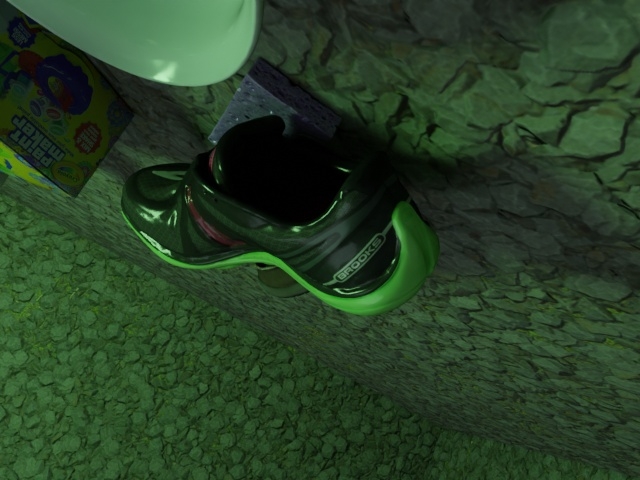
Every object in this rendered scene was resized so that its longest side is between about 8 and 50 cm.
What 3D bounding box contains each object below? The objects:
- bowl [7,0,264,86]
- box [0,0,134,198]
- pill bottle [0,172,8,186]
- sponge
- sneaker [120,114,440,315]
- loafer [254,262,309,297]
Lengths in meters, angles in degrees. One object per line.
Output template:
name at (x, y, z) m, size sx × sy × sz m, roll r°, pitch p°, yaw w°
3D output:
bowl at (-0.138, -0.247, 0.306) m, size 0.297 × 0.134 × 0.298 m, roll 23°, pitch 161°, yaw 8°
box at (-0.494, -0.236, 0.740) m, size 0.279 × 0.177 × 0.290 m, roll 18°, pitch 159°, yaw 24°
pill bottle at (-0.744, -0.223, 0.845) m, size 0.223 × 0.224 × 0.392 m, roll 17°, pitch 160°, yaw 27°
sponge at (-0.068, -0.140, 0.651) m, size 0.117 × 0.031 × 0.210 m, roll 32°, pitch 161°, yaw -16°
sneaker at (-0.084, -0.062, 0.629) m, size 0.482 × 0.185 × 0.202 m, roll 9°, pitch 136°, yaw 35°
loafer at (0.000, 0.000, 0.829) m, size 0.365 × 0.133 × 0.130 m, roll -16°, pitch 108°, yaw 50°
